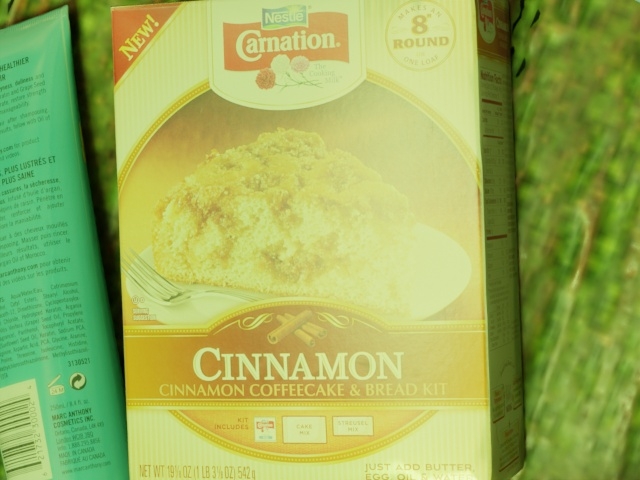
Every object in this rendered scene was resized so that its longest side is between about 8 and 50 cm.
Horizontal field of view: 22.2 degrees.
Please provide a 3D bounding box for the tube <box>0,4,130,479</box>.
[{"bbox_3d":[-0.120,0.011,0.674,0.080,0.052,0.207,-14,83,12],"label":"tube"}]

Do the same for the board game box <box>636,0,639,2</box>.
[{"bbox_3d":[0.191,-0.125,0.582,0.169,0.033,0.133,28,100,13],"label":"board game box"}]

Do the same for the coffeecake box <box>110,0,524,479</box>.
[{"bbox_3d":[0.000,0.000,0.625,0.142,0.068,0.185,-2,91,17],"label":"coffeecake box"}]
